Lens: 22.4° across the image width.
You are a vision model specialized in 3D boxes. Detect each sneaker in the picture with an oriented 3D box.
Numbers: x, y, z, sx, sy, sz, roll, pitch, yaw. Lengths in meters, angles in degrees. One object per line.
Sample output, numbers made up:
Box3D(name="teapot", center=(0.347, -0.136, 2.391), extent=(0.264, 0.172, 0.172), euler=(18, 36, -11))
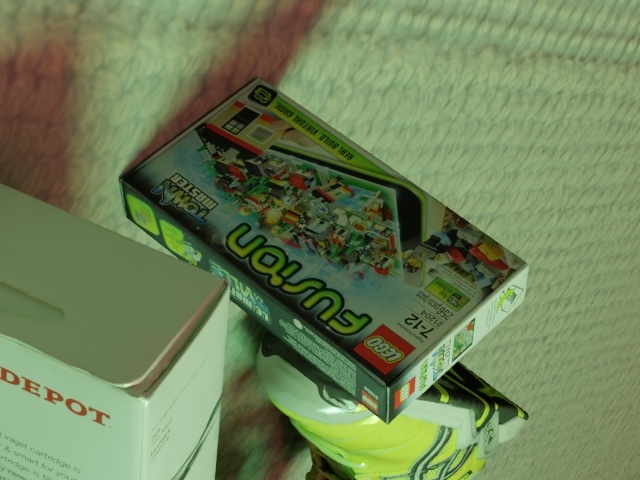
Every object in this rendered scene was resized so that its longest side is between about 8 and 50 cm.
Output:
Box3D(name="sneaker", center=(0.051, 0.152, 1.241), extent=(0.147, 0.145, 0.385), euler=(-55, 152, 3))

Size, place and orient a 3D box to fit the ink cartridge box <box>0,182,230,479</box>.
Box3D(name="ink cartridge box", center=(-0.137, 0.091, 0.822), extent=(0.092, 0.160, 0.219), euler=(-54, 161, -43))

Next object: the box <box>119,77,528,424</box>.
Box3D(name="box", center=(0.000, 0.000, 0.898), extent=(0.114, 0.207, 0.036), euler=(-40, 151, -27))
